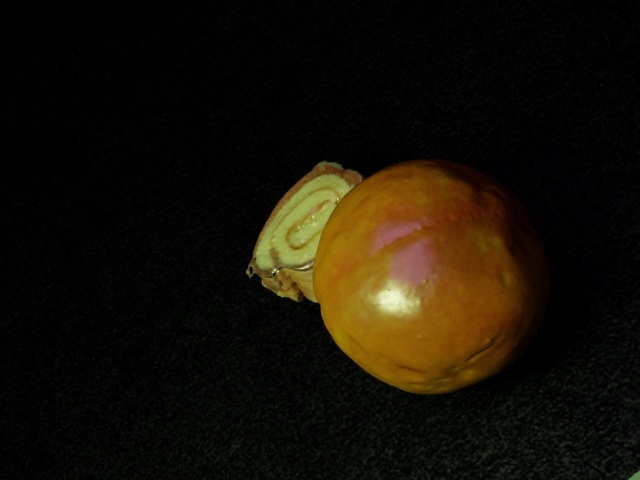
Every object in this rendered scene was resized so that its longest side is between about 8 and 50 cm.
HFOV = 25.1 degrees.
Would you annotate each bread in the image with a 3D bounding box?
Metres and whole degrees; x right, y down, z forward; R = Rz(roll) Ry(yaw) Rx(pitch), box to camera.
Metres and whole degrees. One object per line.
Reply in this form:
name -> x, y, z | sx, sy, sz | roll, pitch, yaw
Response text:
bread -> -0.008, -0.006, 2.326 | 0.244, 0.123, 0.190 | -44, 46, -2

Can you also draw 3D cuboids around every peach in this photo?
peach -> 0.167, 0.042, 2.060 | 0.302, 0.343, 0.342 | -38, 46, 28

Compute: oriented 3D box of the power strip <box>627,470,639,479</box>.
power strip -> 0.440, 0.397, 1.837 | 0.168, 0.054, 0.253 | -5, 58, 31
